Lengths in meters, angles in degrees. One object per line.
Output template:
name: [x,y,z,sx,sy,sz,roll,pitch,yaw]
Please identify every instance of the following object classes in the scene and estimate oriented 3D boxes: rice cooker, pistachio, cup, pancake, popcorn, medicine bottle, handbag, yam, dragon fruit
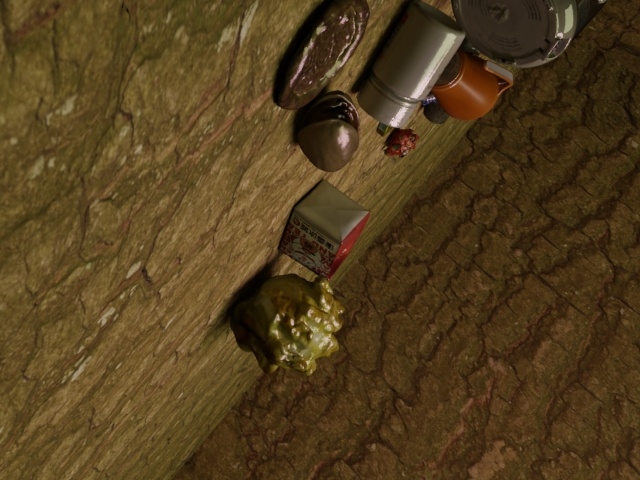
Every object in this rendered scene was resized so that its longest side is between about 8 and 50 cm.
rice cooker: [0.500,-0.600,1.811,0.325,0.335,0.335,-45,168,-27]
pistachio: [0.016,-0.219,1.593,0.206,0.131,0.129,86,-2,-69]
cup: [0.393,-0.441,2.147,0.264,0.226,0.182,11,77,-61]
pancake: [0.004,-0.325,1.377,0.250,0.031,0.250,-50,171,-11]
popcorn: [-0.078,0.232,2.208,0.312,0.312,0.312,-50,170,-12]
medicine bottle: [0.192,-0.379,1.717,0.252,0.144,0.144,-58,168,26]
handbag: [0.000,0.000,2.126,0.151,0.171,0.298,-46,168,-35]
yam: [0.384,-0.438,2.500,0.107,0.107,0.183,-48,171,-20]
dragon fruit: [0.245,-0.297,2.437,0.116,0.086,0.081,-50,-148,37]

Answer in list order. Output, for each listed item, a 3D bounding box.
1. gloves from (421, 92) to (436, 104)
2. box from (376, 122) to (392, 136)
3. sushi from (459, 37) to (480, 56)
gloves: [0.373,-0.480,2.365,0.229,0.097,0.119,-44,138,-17]
box: [0.235,-0.385,2.216,0.193,0.030,0.121,-45,168,-31]
sushi: [0.505,-0.641,2.240,0.332,0.124,0.130,-48,177,-11]
